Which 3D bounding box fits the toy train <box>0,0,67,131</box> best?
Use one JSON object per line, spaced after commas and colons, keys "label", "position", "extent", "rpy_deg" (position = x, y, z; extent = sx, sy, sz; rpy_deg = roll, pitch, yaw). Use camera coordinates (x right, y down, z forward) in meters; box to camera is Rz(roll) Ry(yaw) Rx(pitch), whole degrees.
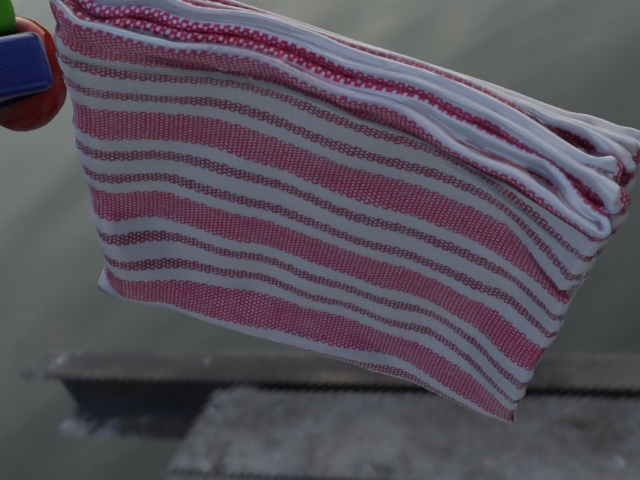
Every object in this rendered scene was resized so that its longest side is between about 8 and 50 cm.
{"label": "toy train", "position": [-0.215, -0.084, 0.660], "extent": [0.248, 0.143, 0.105], "rpy_deg": [-14, 2, 41]}

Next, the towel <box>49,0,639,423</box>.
{"label": "towel", "position": [0.000, 0.000, 0.476], "extent": [0.144, 0.197, 0.029], "rpy_deg": [19, 68, 4]}
